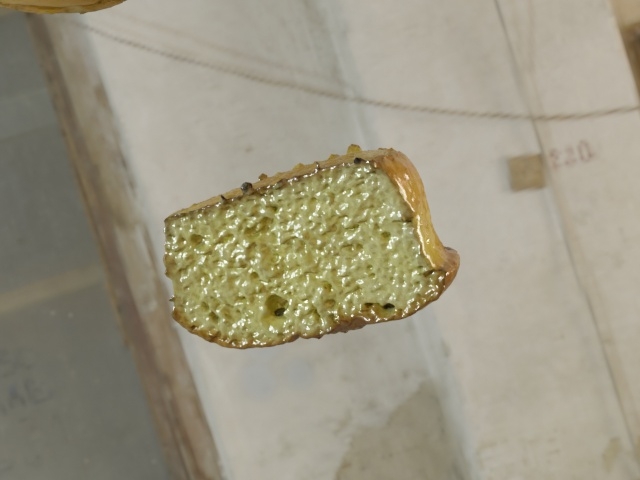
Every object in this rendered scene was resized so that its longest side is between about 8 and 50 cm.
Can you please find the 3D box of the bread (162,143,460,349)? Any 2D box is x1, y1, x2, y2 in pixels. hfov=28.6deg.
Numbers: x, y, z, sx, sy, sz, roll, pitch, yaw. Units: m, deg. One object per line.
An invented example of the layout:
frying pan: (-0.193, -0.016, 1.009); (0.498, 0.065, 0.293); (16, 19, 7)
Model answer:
bread: (0.000, 0.000, 1.377); (0.340, 0.194, 0.179); (-14, 12, 31)

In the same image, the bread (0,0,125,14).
bread: (-0.204, -0.286, 0.984); (0.179, 0.133, 0.250); (-8, -16, -9)
